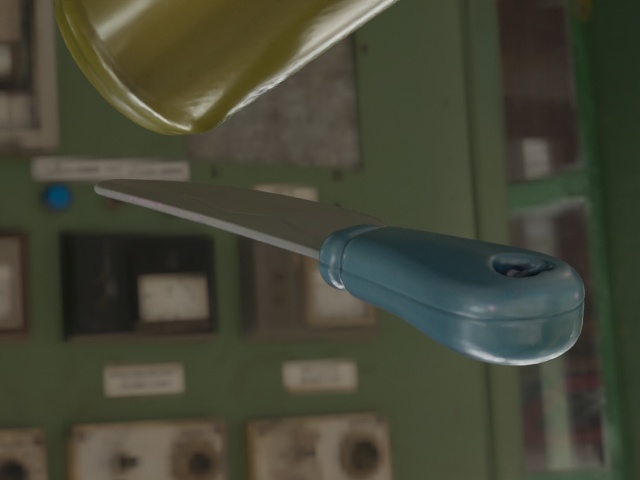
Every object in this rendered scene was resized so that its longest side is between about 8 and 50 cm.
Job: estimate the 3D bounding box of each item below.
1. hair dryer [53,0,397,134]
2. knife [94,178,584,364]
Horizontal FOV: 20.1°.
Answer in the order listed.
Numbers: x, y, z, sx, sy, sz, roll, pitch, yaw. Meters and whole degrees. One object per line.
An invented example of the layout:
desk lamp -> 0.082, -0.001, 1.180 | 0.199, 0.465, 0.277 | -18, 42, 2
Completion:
hair dryer -> 0.006, -0.130, 0.728 | 0.135, 0.090, 0.279 | -35, -176, 25
knife -> 0.002, 0.000, 0.672 | 0.058, 0.032, 0.244 | -18, -156, -35
